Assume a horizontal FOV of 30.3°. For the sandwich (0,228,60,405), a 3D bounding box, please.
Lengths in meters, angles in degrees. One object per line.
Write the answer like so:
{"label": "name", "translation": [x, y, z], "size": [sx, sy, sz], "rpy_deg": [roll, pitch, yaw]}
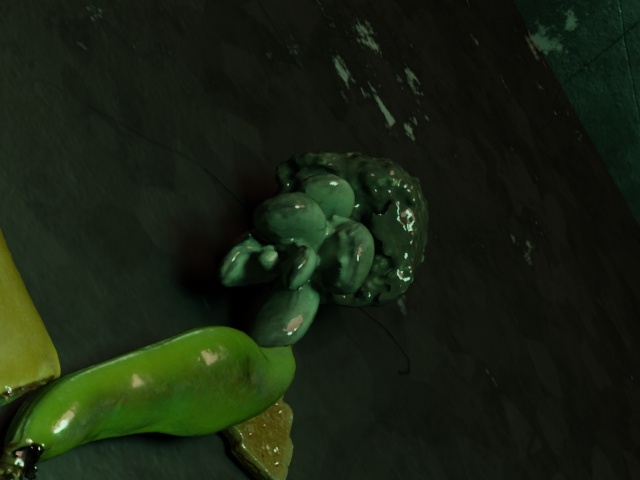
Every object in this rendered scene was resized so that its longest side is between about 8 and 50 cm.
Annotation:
{"label": "sandwich", "translation": [-0.263, 0.028, 0.589], "size": [0.220, 0.108, 0.186], "rpy_deg": [-17, 79, -61]}

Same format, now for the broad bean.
{"label": "broad bean", "translation": [-0.116, 0.108, 0.809], "size": [0.325, 0.067, 0.075], "rpy_deg": [-11, 71, -53]}

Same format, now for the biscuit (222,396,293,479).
{"label": "biscuit", "translation": [-0.057, 0.137, 0.944], "size": [0.119, 0.019, 0.130], "rpy_deg": [17, 49, -55]}

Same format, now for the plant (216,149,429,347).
{"label": "plant", "translation": [0.000, -0.002, 1.039], "size": [0.274, 0.149, 0.146], "rpy_deg": [-29, 113, -65]}
